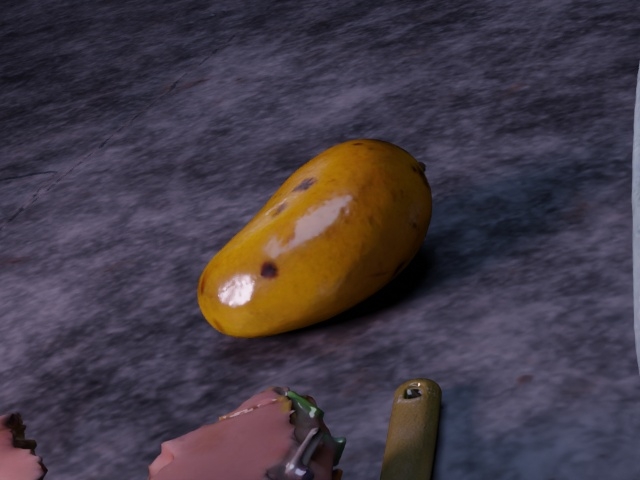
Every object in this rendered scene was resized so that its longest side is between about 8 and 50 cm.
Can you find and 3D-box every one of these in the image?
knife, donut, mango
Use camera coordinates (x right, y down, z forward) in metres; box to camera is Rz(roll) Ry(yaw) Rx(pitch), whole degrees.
[{"bbox_3d":[0.043,0.139,0.663,0.047,0.017,0.298,-4,23,11],"label":"knife"},{"bbox_3d":[-0.105,0.147,0.654,0.233,0.085,0.199,-6,23,23],"label":"donut"},{"bbox_3d":[0.003,-0.001,0.936,0.115,0.090,0.178,-8,24,46],"label":"mango"}]

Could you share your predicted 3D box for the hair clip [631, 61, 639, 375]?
[{"bbox_3d":[0.255,0.050,0.449,0.318,0.238,0.392,-6,23,18],"label":"hair clip"}]
